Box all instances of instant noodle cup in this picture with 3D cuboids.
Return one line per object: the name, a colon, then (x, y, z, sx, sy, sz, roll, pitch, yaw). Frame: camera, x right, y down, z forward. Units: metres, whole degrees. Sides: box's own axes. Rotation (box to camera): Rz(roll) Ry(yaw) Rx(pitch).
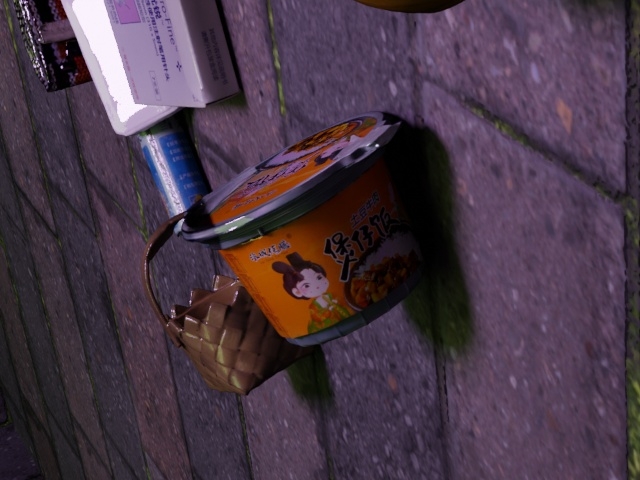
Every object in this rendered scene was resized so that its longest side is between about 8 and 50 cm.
instant noodle cup: (0.000, 0.000, 1.135, 0.208, 0.177, 0.125, -11, 112, 56)

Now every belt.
belt: (-0.335, -0.353, 1.753, 0.126, 0.094, 0.359, -2, 106, 70)

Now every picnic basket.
picnic basket: (-0.099, 0.054, 1.466, 0.178, 0.128, 0.138, 56, 159, -12)

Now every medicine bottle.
medicine bottle: (-0.164, -0.099, 1.611, 0.191, 0.051, 0.051, 69, 160, 7)
medicine bottle: (-0.152, -0.230, 1.441, 0.171, 0.052, 0.201, 12, 121, 58)

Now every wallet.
wallet: (-0.207, -0.206, 1.581, 0.190, 0.095, 0.033, 65, -161, 8)

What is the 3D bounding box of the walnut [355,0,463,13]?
walnut: (0.039, -0.222, 0.821, 0.167, 0.167, 0.207, 110, 138, -60)
